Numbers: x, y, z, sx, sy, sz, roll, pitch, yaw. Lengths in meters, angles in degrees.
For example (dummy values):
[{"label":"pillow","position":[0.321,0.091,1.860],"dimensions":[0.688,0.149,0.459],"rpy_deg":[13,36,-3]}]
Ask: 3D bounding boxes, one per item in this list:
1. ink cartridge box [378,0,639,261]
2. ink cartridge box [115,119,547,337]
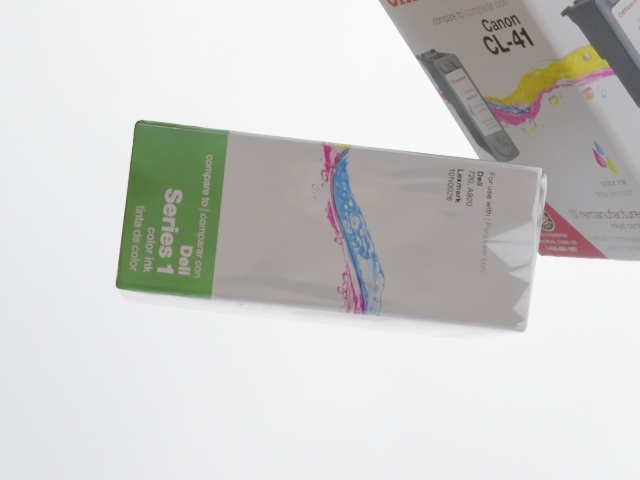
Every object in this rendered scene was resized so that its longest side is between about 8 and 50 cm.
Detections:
[{"label":"ink cartridge box","position":[0.197,-0.138,1.132],"dimensions":[0.306,0.131,0.226],"rpy_deg":[54,-16,-14]},{"label":"ink cartridge box","position":[0.000,0.000,1.013],"dimensions":[0.201,0.278,0.117],"rpy_deg":[139,-43,-82]}]
